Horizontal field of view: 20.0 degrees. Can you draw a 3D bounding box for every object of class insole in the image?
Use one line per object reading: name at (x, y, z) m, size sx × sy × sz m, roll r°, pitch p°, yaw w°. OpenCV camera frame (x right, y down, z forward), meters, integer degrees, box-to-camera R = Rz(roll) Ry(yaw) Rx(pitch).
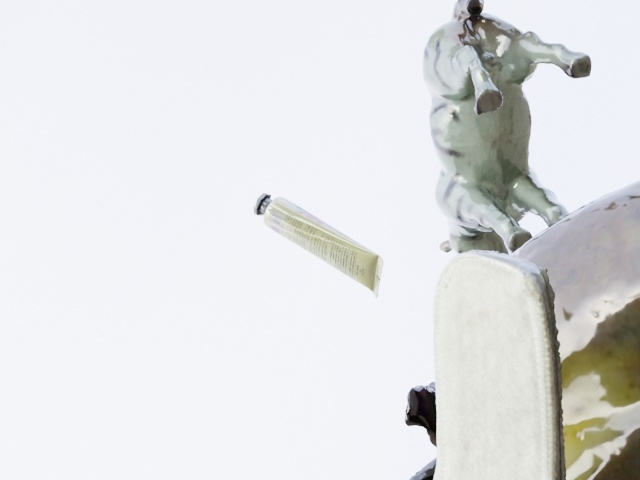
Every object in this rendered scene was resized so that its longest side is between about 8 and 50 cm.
insole at (0.053, 0.097, 0.550) m, size 0.010 × 0.063 × 0.192 m, roll -17°, pitch -69°, yaw -45°

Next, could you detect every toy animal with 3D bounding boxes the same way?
toy animal at (0.122, -0.047, 1.259) m, size 0.090 × 0.170 × 0.255 m, roll -11°, pitch -51°, yaw -17°

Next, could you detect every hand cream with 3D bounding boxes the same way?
hand cream at (0.000, 0.000, 1.171) m, size 0.022 × 0.102 × 0.035 m, roll -37°, pitch -32°, yaw -40°

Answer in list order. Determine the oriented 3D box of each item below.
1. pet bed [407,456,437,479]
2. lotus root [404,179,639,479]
pet bed at (0.123, 0.252, 1.189) m, size 0.183 × 0.159 × 0.211 m, roll -65°, pitch -25°, yaw -54°
lotus root at (0.170, 0.040, 0.606) m, size 0.160 × 0.275 × 0.152 m, roll 27°, pitch -126°, yaw -51°
